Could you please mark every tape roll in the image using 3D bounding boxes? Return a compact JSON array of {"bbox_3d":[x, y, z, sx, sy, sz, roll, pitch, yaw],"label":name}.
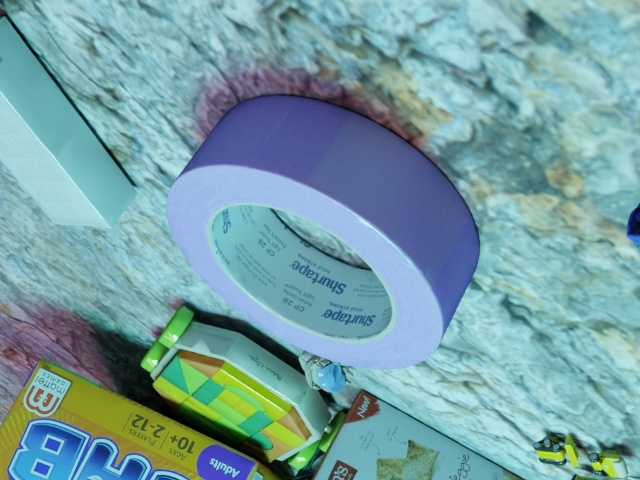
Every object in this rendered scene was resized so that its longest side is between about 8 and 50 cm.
[{"bbox_3d":[0.000,0.000,0.904,0.275,0.090,0.274,23,149,15],"label":"tape roll"}]

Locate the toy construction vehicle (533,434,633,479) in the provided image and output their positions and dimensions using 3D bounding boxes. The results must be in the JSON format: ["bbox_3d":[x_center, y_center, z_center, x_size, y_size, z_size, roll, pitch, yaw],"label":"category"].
[{"bbox_3d":[0.288,0.241,1.062,0.098,0.035,0.085,-5,123,42],"label":"toy construction vehicle"}]

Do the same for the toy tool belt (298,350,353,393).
[{"bbox_3d":[0.012,0.155,1.157,0.051,0.052,0.083,17,148,39],"label":"toy tool belt"}]

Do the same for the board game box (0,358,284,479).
[{"bbox_3d":[-0.285,0.439,1.461,0.357,0.356,0.356,22,164,16],"label":"board game box"}]

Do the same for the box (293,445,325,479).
[{"bbox_3d":[0.035,0.399,1.399,0.078,0.147,0.180,-11,129,50],"label":"box"}]

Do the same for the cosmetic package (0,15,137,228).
[{"bbox_3d":[-0.296,-0.116,1.024,0.099,0.060,0.239,3,139,36],"label":"cosmetic package"}]

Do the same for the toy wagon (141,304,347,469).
[{"bbox_3d":[-0.118,0.218,1.349,0.267,0.068,0.344,35,149,-5],"label":"toy wagon"}]

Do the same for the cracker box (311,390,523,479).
[{"bbox_3d":[0.110,0.305,1.185,0.232,0.155,0.067,28,149,5],"label":"cracker box"}]

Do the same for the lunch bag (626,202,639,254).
[{"bbox_3d":[0.355,0.052,0.657,0.221,0.138,0.293,46,159,-25],"label":"lunch bag"}]
